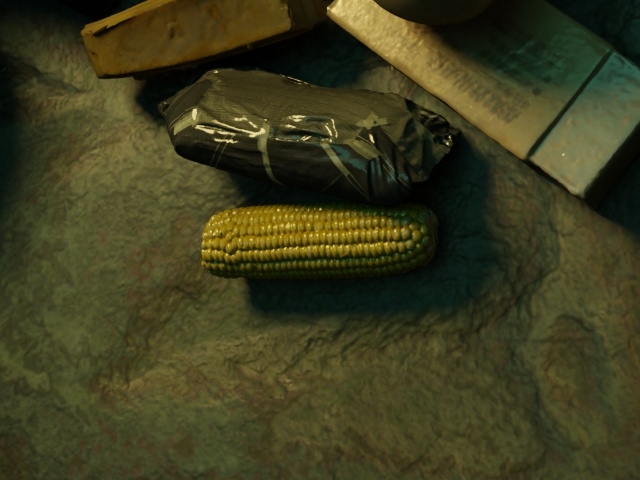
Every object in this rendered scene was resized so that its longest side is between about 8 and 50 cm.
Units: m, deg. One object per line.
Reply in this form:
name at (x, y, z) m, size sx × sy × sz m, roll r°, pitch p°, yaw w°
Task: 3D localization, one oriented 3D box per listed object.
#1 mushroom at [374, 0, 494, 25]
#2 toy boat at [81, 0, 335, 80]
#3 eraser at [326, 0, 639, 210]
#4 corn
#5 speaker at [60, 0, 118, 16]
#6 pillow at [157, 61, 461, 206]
mushroom at (0.111, -0.317, 1.288) m, size 0.178 × 0.226 × 0.226 m, roll -19°, pitch 68°, yaw -20°
toy boat at (-0.114, -0.243, 1.493) m, size 0.310 × 0.115 × 0.089 m, roll -14°, pitch 111°, yaw 23°
eraser at (0.176, -0.184, 1.375) m, size 0.343 × 0.078 × 0.144 m, roll 41°, pitch 96°, yaw 24°
corn at (0.000, 0.000, 1.409) m, size 0.248 × 0.081 × 0.081 m, roll -3°, pitch 78°, yaw 22°
speaker at (-0.319, -0.394, 1.587) m, size 0.231 × 0.153 × 0.193 m, roll 31°, pitch 91°, yaw 25°
pillow at (-0.026, -0.116, 1.422) m, size 0.335 × 0.161 × 0.093 m, roll 13°, pitch 124°, yaw 26°
